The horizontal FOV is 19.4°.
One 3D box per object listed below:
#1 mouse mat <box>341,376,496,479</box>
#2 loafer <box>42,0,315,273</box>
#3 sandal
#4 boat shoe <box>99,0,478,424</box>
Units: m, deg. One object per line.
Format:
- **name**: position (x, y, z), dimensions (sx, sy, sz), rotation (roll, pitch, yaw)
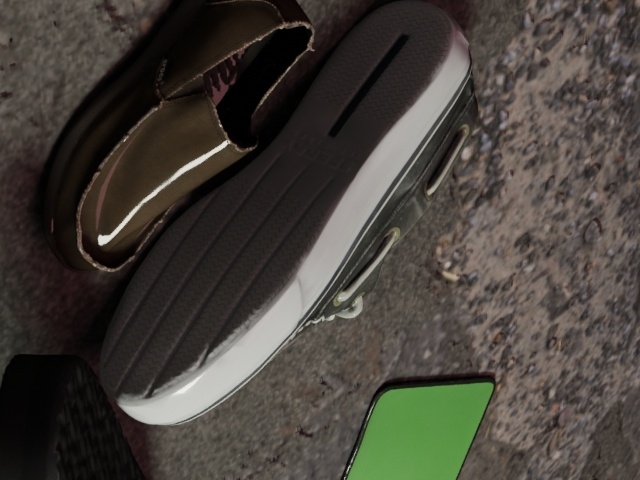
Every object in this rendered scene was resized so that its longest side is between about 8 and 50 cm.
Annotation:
- **mouse mat**: position (0.066, 0.196, 1.525), dimensions (0.152, 0.007, 0.189), rotation (1, 117, -47)
- **loafer**: position (-0.083, -0.069, 1.110), dimensions (0.220, 0.078, 0.080), rotation (-56, 142, 1)
- **sandal**: position (-0.165, 0.220, 1.201), dimensions (0.446, 0.107, 0.167), rotation (81, 10, -50)
- **boat shoe**: position (0.000, 0.000, 1.214), dimensions (0.335, 0.121, 0.119), rotation (-49, 138, -11)
